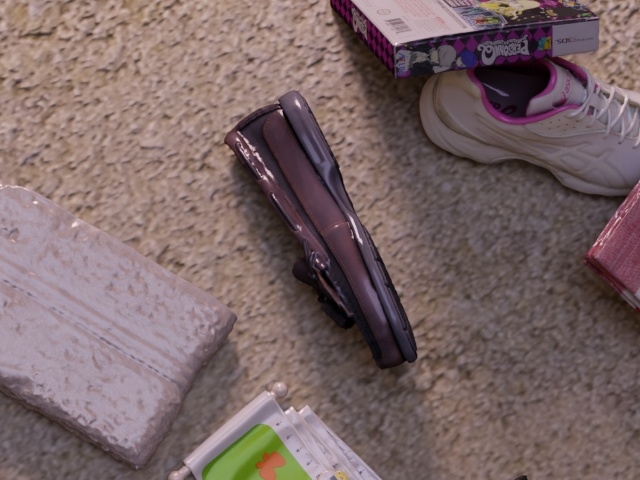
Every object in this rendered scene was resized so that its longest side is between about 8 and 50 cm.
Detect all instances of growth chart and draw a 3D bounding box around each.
[{"bbox_3d":[-0.015,0.255,1.883,0.237,0.021,0.172,40,72,3],"label":"growth chart"}]

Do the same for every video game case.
[{"bbox_3d":[0.139,-0.230,1.959,0.210,0.232,0.041,-10,116,-13],"label":"video game case"}]

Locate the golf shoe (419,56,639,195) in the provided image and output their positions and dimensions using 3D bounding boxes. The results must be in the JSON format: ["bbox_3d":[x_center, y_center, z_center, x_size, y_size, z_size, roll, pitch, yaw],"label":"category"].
[{"bbox_3d":[0.259,-0.123,1.982,0.306,0.140,0.115,9,71,-10],"label":"golf shoe"}]

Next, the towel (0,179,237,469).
[{"bbox_3d":[-0.245,0.077,1.878,0.282,0.049,0.187,31,72,-1],"label":"towel"}]

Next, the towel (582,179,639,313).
[{"bbox_3d":[0.440,0.040,1.986,0.329,0.037,0.237,44,70,-13],"label":"towel"}]

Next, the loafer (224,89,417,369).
[{"bbox_3d":[0.000,0.000,1.929,0.095,0.109,0.302,-25,73,3],"label":"loafer"}]

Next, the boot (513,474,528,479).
[{"bbox_3d":[0.239,0.288,1.892,0.246,0.083,0.161,-33,77,-19],"label":"boot"}]
